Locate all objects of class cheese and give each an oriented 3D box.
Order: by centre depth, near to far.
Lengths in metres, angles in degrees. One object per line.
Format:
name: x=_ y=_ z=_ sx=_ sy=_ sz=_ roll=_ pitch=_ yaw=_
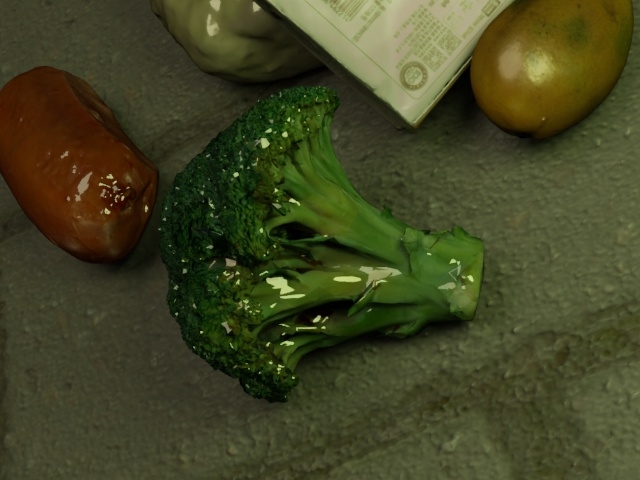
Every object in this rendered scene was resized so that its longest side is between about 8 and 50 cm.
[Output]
cheese: x=-0.044 y=-0.309 z=1.405 sx=0.318 sy=0.115 sz=0.326 roll=-51 pitch=47 yaw=-1

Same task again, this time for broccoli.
broccoli: x=0.000 y=0.000 z=1.142 sx=0.269 sy=0.269 sz=0.254 roll=3 pitch=72 yaw=35

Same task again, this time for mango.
mango: x=0.194 y=-0.153 z=1.161 sx=0.163 sy=0.111 sz=0.089 roll=-35 pitch=5 yaw=-10

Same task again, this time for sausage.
sausage: x=-0.248 y=-0.076 z=1.405 sx=0.133 sy=0.133 sz=0.258 roll=-45 pitch=50 yaw=5

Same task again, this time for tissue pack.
tissue pack: x=0.079 y=-0.236 z=1.223 sx=0.225 sy=0.185 sz=0.124 roll=-50 pitch=11 yaw=1
